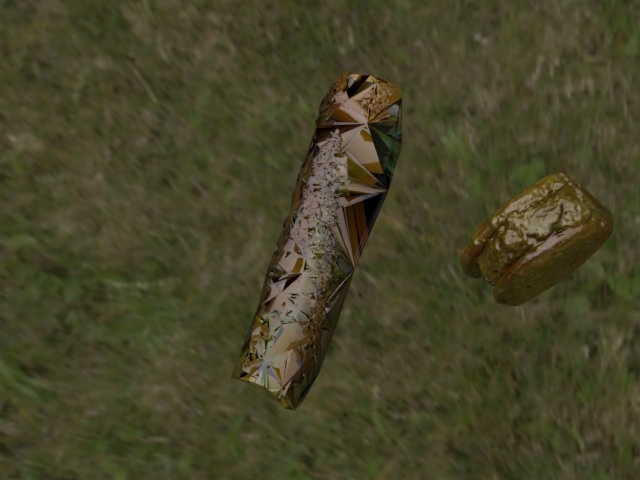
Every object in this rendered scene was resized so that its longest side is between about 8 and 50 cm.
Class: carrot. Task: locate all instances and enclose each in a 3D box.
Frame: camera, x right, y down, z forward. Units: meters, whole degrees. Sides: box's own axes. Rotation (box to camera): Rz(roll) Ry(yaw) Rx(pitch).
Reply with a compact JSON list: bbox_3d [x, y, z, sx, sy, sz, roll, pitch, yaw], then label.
[{"bbox_3d":[-0.001,0.000,1.183,0.069,0.069,0.228,17,79,13],"label":"carrot"}]

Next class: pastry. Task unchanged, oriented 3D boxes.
[{"bbox_3d":[0.144,0.000,1.187,0.097,0.109,0.057,-29,70,-34],"label":"pastry"}]
